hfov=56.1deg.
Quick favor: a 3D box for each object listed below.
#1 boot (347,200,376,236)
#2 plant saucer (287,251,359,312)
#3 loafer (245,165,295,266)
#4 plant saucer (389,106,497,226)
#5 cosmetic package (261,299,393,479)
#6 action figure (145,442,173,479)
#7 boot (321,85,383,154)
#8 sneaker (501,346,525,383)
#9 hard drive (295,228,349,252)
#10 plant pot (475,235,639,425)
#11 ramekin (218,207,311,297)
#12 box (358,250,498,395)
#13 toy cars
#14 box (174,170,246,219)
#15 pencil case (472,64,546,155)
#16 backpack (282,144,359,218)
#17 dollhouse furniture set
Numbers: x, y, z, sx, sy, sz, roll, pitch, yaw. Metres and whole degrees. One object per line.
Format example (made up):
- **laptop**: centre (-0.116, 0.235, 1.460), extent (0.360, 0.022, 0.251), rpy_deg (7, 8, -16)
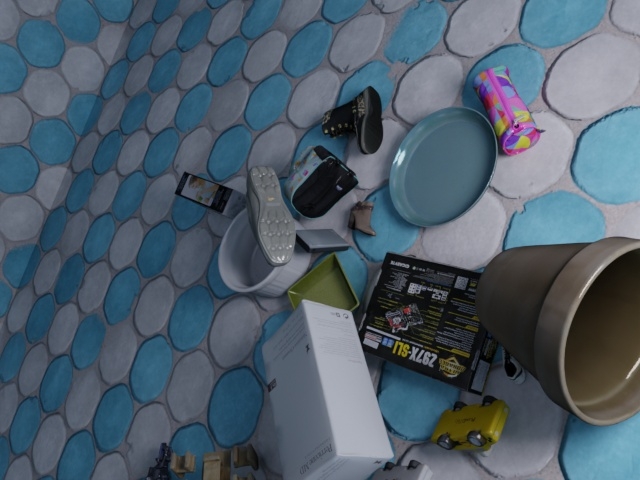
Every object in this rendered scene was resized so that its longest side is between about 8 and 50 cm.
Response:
- **boot**: centre (0.123, -0.064, 1.635), extent (0.118, 0.042, 0.086), rpy_deg (22, 83, 44)
- **plant saucer**: centre (0.015, 0.159, 1.618), extent (0.188, 0.045, 0.188), rpy_deg (-40, 49, 19)
- **loafer**: centre (-0.141, -0.059, 1.638), extent (0.111, 0.112, 0.319), rpy_deg (116, 148, -51)
- **plant saucer**: centre (0.309, -0.181, 1.508), extent (0.318, 0.044, 0.317), rpy_deg (-19, 62, 41)
- **cosmetic package**: centre (0.002, 0.360, 1.377), extent (0.217, 0.156, 0.384), rpy_deg (-52, 36, 32)
- **action figure**: centre (-0.468, 0.742, 1.671), extent (0.331, 0.178, 0.341), rpy_deg (-7, 69, 27)
- **boot**: centre (0.090, -0.325, 1.758), extent (0.179, 0.085, 0.236), rpy_deg (-19, 52, 36)
- **sneaker**: centre (0.398, 0.242, 1.254), extent (0.040, 0.044, 0.109), rpy_deg (-28, 52, 30)
- **hard drive**: centre (0.000, 0.000, 1.648), extent (0.094, 0.135, 0.022), rpy_deg (43, 125, 43)
- **plant pot**: centre (0.449, 0.133, 1.111), extent (0.280, 0.323, 0.323), rpy_deg (21, 84, 60)
- **ramekin**: centre (-0.157, 0.036, 1.760), extent (0.277, 0.135, 0.277), rpy_deg (-19, 59, 34)
- **box**: centre (0.253, 0.179, 1.384), extent (0.322, 0.079, 0.257), rpy_deg (12, 81, 43)
- **toy cars**: centre (0.247, 0.460, 1.242), extent (0.393, 0.087, 0.176), rpy_deg (-46, 7, 15)
- **box**: centre (-0.325, -0.131, 1.963), extent (0.290, 0.169, 0.087), rpy_deg (22, 88, 43)
- **pencil case**: centre (0.445, -0.315, 1.439), extent (0.104, 0.104, 0.236), rpy_deg (-33, 51, 25)
- **backpack**: centre (-0.014, -0.162, 1.710), extent (0.188, 0.166, 0.144), rpy_deg (-51, 45, 5)
- **dollhouse furniture set**: centre (-0.263, 0.668, 1.536), extent (0.212, 0.161, 0.242), rpy_deg (-8, 48, 3)
